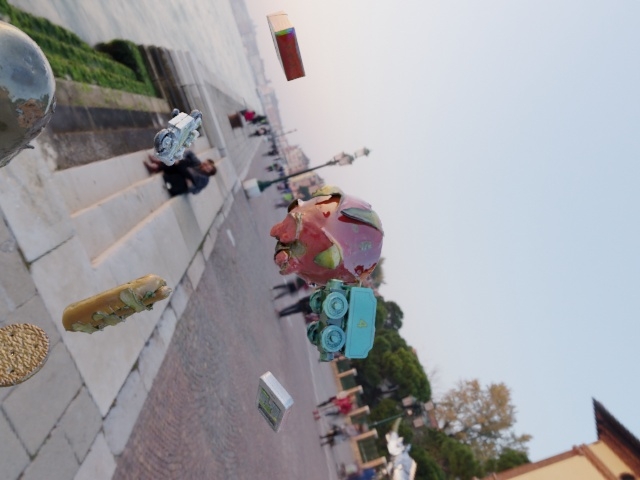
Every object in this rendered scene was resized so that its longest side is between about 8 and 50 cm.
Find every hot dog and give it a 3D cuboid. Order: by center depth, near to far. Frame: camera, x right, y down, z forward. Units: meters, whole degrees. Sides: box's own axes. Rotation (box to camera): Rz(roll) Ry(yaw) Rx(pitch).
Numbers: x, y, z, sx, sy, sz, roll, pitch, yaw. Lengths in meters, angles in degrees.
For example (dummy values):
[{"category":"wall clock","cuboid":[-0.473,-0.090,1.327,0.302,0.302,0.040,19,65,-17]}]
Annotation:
[{"category":"hot dog","cuboid":[-0.466,0.150,1.108,0.109,0.269,0.072,65,4,-70]}]

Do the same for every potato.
[{"category":"potato","cuboid":[-0.461,-0.200,0.672,0.165,0.262,0.165,25,47,-30]}]

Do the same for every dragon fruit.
[{"category":"dragon fruit","cuboid":[0.000,0.000,1.347,0.225,0.305,0.306,5,57,-43]}]

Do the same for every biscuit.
[{"category":"biscuit","cuboid":[-0.828,0.308,1.294,0.027,0.187,0.188,102,-24,-48]}]

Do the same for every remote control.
[{"category":"remote control","cuboid":[-0.123,0.420,1.236,0.103,0.034,0.250,46,-31,19]}]

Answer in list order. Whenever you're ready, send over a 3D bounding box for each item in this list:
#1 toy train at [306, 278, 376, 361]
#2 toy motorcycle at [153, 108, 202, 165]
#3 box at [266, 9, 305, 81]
[{"category":"toy train","cuboid":[0.052,0.193,1.153,0.107,0.154,0.198,-3,-99,64]},{"category":"toy motorcycle","cuboid":[-0.408,-0.284,1.365,0.151,0.074,0.229,-64,179,38]},{"category":"box","cuboid":[-0.079,-0.450,1.105,0.175,0.048,0.112,-108,-179,-51]}]
